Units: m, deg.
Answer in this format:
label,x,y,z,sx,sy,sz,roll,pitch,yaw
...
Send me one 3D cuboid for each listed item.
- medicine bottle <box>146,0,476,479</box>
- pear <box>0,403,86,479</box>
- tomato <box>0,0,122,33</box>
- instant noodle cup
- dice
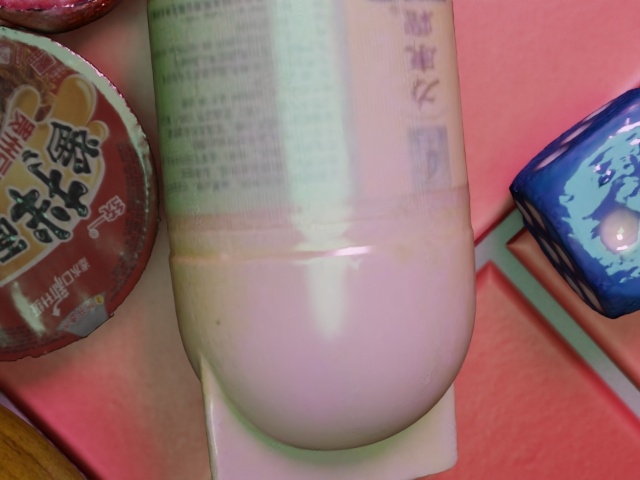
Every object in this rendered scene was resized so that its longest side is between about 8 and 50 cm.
label,x,y,z,sx,sy,sz,roll,pitch,yaw
medicine bottle,0.000,0.000,1.016,0.236,0.236,0.406,-6,94,-2
pear,-0.309,0.274,0.971,0.413,0.352,0.352,41,92,-17
tomato,-0.231,-0.225,1.040,0.189,0.099,0.173,-17,68,-22
instant noodle cup,-0.259,-0.042,1.063,0.274,0.091,0.274,0,104,0
dice,0.248,-0.031,1.071,0.146,0.146,0.143,-37,94,1
